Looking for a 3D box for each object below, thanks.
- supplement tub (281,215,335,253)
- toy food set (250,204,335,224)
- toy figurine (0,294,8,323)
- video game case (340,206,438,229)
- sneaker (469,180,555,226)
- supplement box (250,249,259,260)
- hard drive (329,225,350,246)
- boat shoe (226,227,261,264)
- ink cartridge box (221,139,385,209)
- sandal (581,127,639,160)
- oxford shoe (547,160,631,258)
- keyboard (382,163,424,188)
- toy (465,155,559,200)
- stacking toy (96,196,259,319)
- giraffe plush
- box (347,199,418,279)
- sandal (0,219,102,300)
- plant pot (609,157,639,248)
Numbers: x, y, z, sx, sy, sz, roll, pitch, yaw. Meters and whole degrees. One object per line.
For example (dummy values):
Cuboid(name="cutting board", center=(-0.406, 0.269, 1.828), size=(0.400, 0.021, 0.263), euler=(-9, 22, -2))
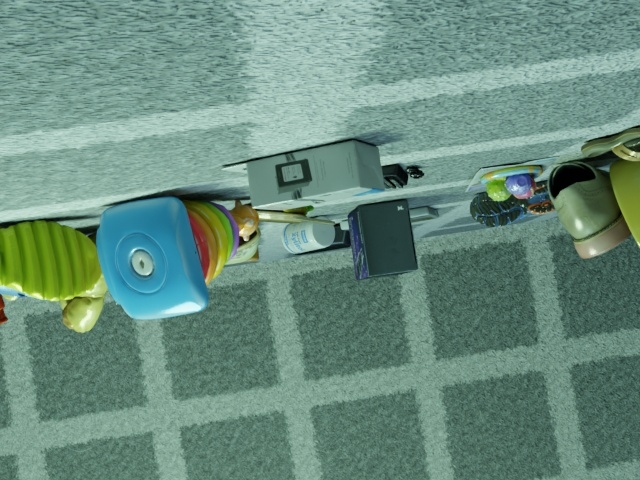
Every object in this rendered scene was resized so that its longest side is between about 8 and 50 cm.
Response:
Cuboid(name="supplement tub", center=(-0.028, -0.012, 2.283), size=(0.071, 0.071, 0.107), euler=(-6, 175, -41))
Cuboid(name="toy food set", center=(-0.082, -0.053, 1.828), size=(0.192, 0.038, 0.132), euler=(2, 178, 33))
Cuboid(name="toy figurine", center=(-0.641, 0.104, 1.723), size=(0.210, 0.148, 0.213), euler=(-17, -172, 2))
Cuboid(name="video game case", center=(0.170, -0.051, 2.537), size=(0.212, 0.023, 0.193), euler=(-10, 176, 13))
Cuboid(name="sneaker", center=(0.434, -0.079, 2.285), size=(0.221, 0.083, 0.087), euler=(-8, -177, 26))
Cuboid(name="supplement box", center=(-0.183, 0.005, 2.120), size=(0.080, 0.078, 0.233), euler=(-6, 176, 5))
Cuboid(name="hard drive", center=(0.000, 0.000, 2.677), size=(0.172, 0.054, 0.255), euler=(-9, 177, 4))
Cuboid(name="boat shoe", center=(-0.250, 0.009, 1.902), size=(0.285, 0.104, 0.089), euler=(-13, 170, -14))
Cuboid(name="ink cartridge box", center=(-0.022, -0.076, 1.310), size=(0.180, 0.060, 0.104), euler=(-10, 177, 21))
Cuboid(name="sandal", center=(0.470, -0.140, 1.578), size=(0.072, 0.049, 0.180), euler=(-7, 176, -32))
Cuboid(name="oxford shoe", center=(0.495, -0.095, 1.935), size=(0.140, 0.146, 0.397), euler=(-32, -173, 15))
Cuboid(name="keyboard", center=(0.107, -0.096, 1.631), size=(0.108, 0.023, 0.180), euler=(-9, 177, 9))
Cuboid(name="toy", center=(0.345, -0.100, 1.890), size=(0.137, 0.056, 0.237), euler=(-10, 177, 0))
Cuboid(name="stacking toy", center=(-0.185, -0.005, 1.607), size=(0.166, 0.175, 0.302), euler=(-9, -169, 30))
Cuboid(name="giraffe plush", center=(-0.448, 0.055, 1.781), size=(0.171, 0.181, 0.210), euler=(17, 175, -27))
Cuboid(name="box", center=(0.130, 0.002, 2.230), size=(0.108, 0.153, 0.207), euler=(-8, 175, -5))
Cuboid(name="sandal", center=(-0.490, 0.034, 1.580), size=(0.317, 0.126, 0.138), euler=(3, 175, -29))
Cuboid(name="plant pot", center=(0.659, -0.072, 1.785), size=(0.239, 0.254, 0.254), euler=(-28, 168, 26))
